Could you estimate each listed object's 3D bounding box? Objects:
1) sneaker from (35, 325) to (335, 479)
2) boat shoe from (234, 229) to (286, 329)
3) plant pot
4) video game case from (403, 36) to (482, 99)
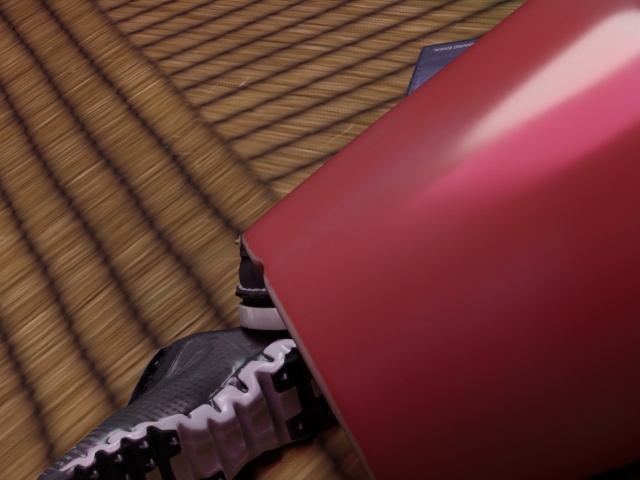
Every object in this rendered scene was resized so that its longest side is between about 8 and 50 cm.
[{"bbox_3d":[-0.090,0.116,0.975,0.234,0.078,0.106,-29,29,-27],"label":"sneaker"},{"bbox_3d":[0.000,0.000,1.067,0.081,0.068,0.228,-3,12,16],"label":"boat shoe"},{"bbox_3d":[0.106,0.022,0.866,0.243,0.275,0.275,-29,30,-1],"label":"plant pot"},{"bbox_3d":[0.158,-0.104,1.265,0.196,0.026,0.274,-6,30,18],"label":"video game case"}]
